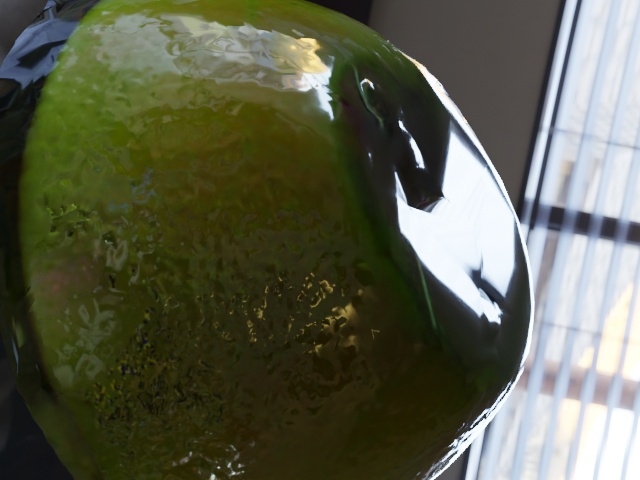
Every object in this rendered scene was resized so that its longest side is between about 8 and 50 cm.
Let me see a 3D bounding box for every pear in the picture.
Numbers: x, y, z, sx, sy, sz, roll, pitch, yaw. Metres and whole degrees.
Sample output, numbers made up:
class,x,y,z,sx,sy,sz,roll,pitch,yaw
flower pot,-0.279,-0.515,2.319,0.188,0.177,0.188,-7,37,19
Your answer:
class,x,y,z,sx,sy,sz,roll,pitch,yaw
pear,0.004,0.003,0.712,0.399,0.165,0.398,36,44,-44
